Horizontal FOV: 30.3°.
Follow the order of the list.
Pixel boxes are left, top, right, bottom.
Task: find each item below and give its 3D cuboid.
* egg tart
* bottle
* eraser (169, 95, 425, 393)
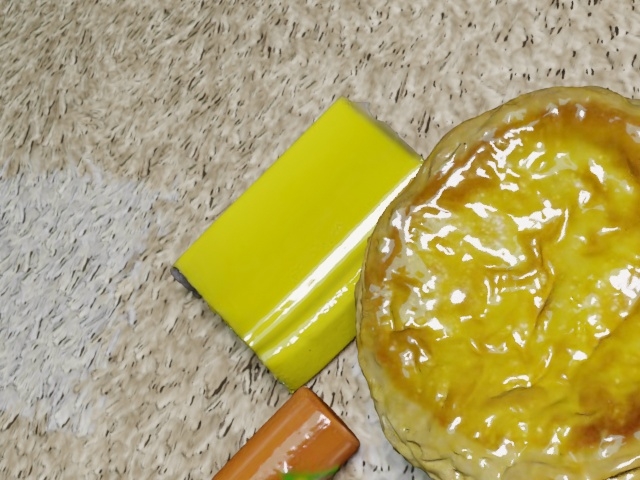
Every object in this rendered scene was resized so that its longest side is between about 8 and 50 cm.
[{"bbox_3d":[0.181,0.048,0.846,0.341,0.129,0.341,-10,62,20],"label":"egg tart"},{"bbox_3d":[-0.054,0.201,0.918,0.187,0.069,0.069,-46,54,-1],"label":"bottle"},{"bbox_3d":[0.000,0.000,0.998,0.226,0.069,0.158,-46,52,-2],"label":"eraser"}]
